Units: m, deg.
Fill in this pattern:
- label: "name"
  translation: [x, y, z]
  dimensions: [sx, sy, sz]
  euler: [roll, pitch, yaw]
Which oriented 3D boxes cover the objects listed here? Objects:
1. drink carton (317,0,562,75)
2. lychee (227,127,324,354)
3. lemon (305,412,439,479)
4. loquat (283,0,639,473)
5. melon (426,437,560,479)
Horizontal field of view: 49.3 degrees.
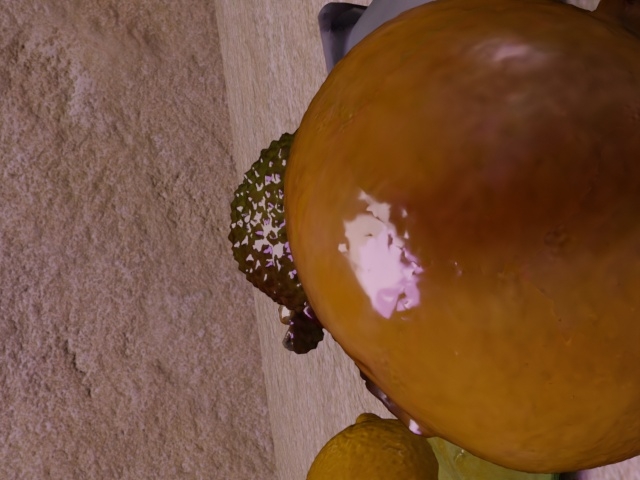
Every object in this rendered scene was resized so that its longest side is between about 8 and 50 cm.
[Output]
- label: "drink carton"
  translation: [0.124, -0.211, 0.698]
  dimensions: [0.189, 0.191, 0.186]
  euler: [132, 134, -56]
- label: "lychee"
  translation: [0.001, -0.010, 1.023]
  dimensions: [0.320, 0.269, 0.270]
  euler: [71, 178, -47]
- label: "lemon"
  translation: [0.088, 0.349, 0.903]
  dimensions: [0.228, 0.228, 0.254]
  euler: [122, 153, -65]
- label: "loquat"
  translation: [0.145, -0.027, 0.483]
  dimensions: [0.359, 0.328, 0.328]
  euler: [-45, 32, 8]
- label: "melon"
  translation: [0.179, 0.255, 0.757]
  dimensions: [0.196, 0.124, 0.324]
  euler: [-130, 28, -71]
